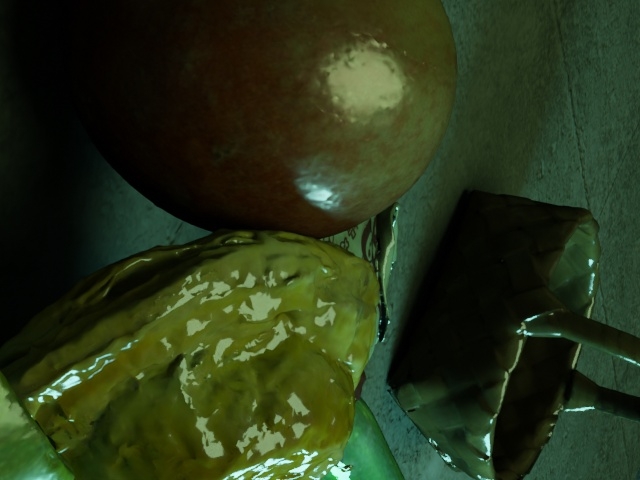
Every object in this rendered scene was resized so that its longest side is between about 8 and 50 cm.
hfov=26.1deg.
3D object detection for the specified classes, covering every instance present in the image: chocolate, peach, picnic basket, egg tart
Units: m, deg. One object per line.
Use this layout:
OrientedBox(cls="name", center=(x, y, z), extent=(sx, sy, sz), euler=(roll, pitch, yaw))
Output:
OrientedBox(cls="chocolate", center=(0.016, 0.198, 1.300), extent=(0.110, 0.110, 0.291), euler=(-59, 148, -29))
OrientedBox(cls="peach", center=(-0.039, -0.125, 0.842), extent=(0.252, 0.252, 0.252), euler=(-42, 139, -49))
OrientedBox(cls="picnic basket", center=(0.281, 0.132, 1.549), extent=(0.337, 0.337, 0.293), euler=(-67, 154, -16))
OrientedBox(cls="egg tart", center=(-0.083, 0.117, 0.846), extent=(0.319, 0.128, 0.319), euler=(-25, 158, -11))

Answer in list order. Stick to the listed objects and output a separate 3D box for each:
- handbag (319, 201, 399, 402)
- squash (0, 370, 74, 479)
OrientedBox(cls="handbag", center=(0.000, 0.000, 1.120), extent=(0.213, 0.127, 0.235), euler=(-84, 174, -45))
OrientedBox(cls="squash", center=(-0.243, 0.140, 0.621), extent=(0.252, 0.093, 0.169), euler=(-35, 130, -14))
